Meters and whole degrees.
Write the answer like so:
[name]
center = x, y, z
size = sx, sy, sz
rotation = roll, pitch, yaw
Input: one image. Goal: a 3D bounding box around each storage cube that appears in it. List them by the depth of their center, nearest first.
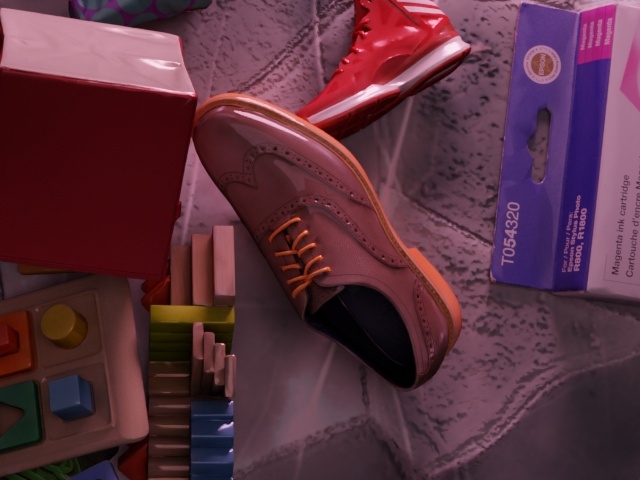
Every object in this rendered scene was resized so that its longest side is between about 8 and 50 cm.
[storage cube]
center = -0.230, -0.094, 1.647
size = 0.215, 0.183, 0.193
rotation = 7, 114, -13

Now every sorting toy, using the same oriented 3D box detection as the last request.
[sorting toy]
center = -0.275, 0.126, 1.661
size = 0.196, 0.047, 0.347
rotation = -14, 65, 7

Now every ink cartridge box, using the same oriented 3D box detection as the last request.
[ink cartridge box]
center = 0.366, -0.088, 1.880
size = 0.330, 0.071, 0.324
rotation = 8, 82, -13

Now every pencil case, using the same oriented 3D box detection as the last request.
[pencil case]
center = -0.185, -0.247, 1.772
size = 0.152, 0.064, 0.070
rotation = -23, 118, -14

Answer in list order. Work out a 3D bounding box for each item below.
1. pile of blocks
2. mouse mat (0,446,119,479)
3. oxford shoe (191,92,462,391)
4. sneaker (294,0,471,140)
[pile of blocks]
center = -0.143, 0.167, 1.693
size = 0.113, 0.149, 0.362
rotation = 0, 82, -6
[mouse mat]
center = -0.311, 0.180, 1.687
size = 0.153, 0.007, 0.189
rotation = -37, 75, -22
[oxford shoe]
center = 0.000, 0.000, 1.730
size = 0.364, 0.132, 0.130
rotation = 44, 118, -5
[sneaker]
center = 0.040, -0.196, 1.821
size = 0.221, 0.087, 0.128
rotation = -29, 80, -24
